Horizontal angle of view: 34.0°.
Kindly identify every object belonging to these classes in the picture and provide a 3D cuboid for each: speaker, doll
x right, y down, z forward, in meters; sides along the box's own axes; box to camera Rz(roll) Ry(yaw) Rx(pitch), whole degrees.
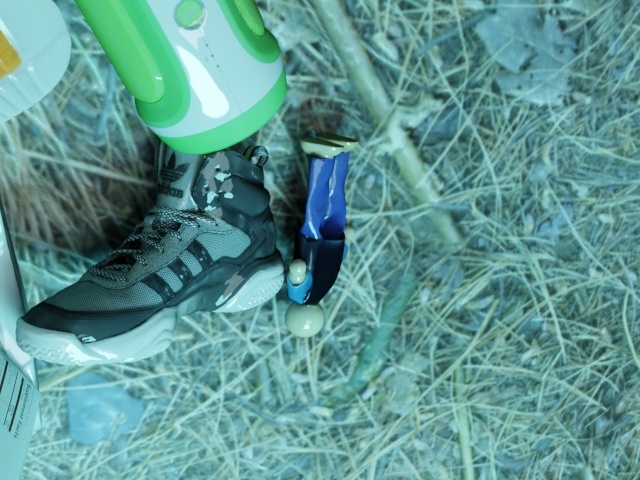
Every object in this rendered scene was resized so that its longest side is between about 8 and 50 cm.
[{"bbox_3d":[-0.130,-0.209,0.754,0.131,0.131,0.297,-34,126,-9],"label":"speaker"},{"bbox_3d":[0.000,0.000,0.958,0.129,0.046,0.189,-26,127,-64],"label":"doll"}]

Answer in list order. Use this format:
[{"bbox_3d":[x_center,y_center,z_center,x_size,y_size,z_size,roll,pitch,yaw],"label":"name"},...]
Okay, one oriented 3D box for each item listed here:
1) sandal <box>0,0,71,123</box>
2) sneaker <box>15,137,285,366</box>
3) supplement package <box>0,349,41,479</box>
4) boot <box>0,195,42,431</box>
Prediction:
[{"bbox_3d":[-0.302,-0.107,0.737,0.265,0.076,0.102,-37,141,-25],"label":"sandal"},{"bbox_3d":[-0.134,-0.003,0.850,0.268,0.101,0.153,-20,117,-47],"label":"sneaker"},{"bbox_3d":[-0.344,0.127,0.734,0.194,0.149,0.203,-25,121,13],"label":"supplement package"},{"bbox_3d":[-0.299,0.047,0.827,0.123,0.095,0.258,-12,113,-13],"label":"boot"}]
